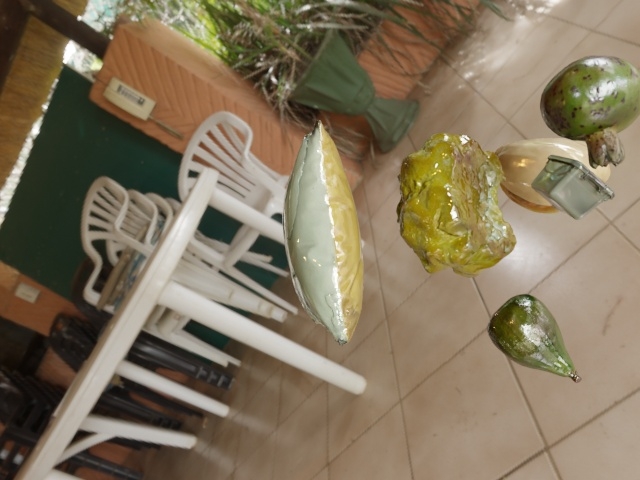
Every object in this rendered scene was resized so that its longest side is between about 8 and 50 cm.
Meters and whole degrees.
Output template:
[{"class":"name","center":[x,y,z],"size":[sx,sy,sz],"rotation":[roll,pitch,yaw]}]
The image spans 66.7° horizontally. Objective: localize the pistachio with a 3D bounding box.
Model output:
[{"class":"pistachio","center":[0.669,-0.198,1.427],"size":[0.309,0.230,0.229],"rotation":[15,70,30]}]

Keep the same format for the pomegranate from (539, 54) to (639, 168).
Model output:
[{"class":"pomegranate","center":[0.588,-0.275,1.046],"size":[0.202,0.202,0.247],"rotation":[-26,69,61]}]

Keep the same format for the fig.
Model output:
[{"class":"fig","center":[0.387,0.186,0.877],"size":[0.117,0.177,0.117],"rotation":[-39,-10,-9]}]

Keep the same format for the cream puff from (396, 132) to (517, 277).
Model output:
[{"class":"cream puff","center":[0.239,-0.058,0.918],"size":[0.185,0.282,0.281],"rotation":[-19,42,45]}]

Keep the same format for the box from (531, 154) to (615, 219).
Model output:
[{"class":"box","center":[0.556,-0.118,1.096],"size":[0.093,0.124,0.172],"rotation":[-50,5,15]}]

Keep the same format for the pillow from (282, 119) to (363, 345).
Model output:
[{"class":"pillow","center":[0.000,0.000,0.809],"size":[0.310,0.119,0.312],"rotation":[130,132,-84]}]
